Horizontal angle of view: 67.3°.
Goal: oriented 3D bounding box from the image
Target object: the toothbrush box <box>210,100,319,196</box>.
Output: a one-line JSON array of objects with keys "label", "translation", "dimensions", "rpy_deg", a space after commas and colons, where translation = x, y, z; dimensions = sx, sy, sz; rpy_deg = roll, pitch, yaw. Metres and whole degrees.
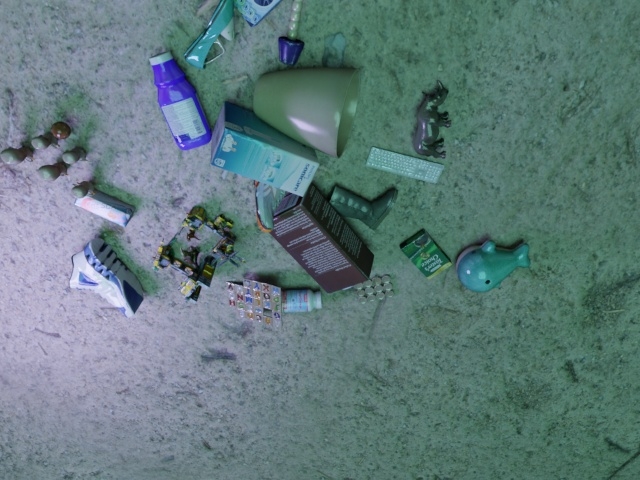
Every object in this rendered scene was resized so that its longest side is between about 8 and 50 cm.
[{"label": "toothbrush box", "translation": [-0.170, -0.278, 1.451], "dimensions": [0.295, 0.216, 0.126], "rpy_deg": [16, 121, -23]}]

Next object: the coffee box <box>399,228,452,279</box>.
[{"label": "coffee box", "translation": [0.392, 0.053, 1.785], "dimensions": [0.113, 0.040, 0.184], "rpy_deg": [-36, 115, 19]}]

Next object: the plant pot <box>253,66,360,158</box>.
[{"label": "plant pot", "translation": [-0.048, -0.396, 1.408], "dimensions": [0.273, 0.256, 0.257], "rpy_deg": [14, 122, 9]}]

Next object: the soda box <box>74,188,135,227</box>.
[{"label": "soda box", "translation": [-0.742, -0.118, 1.655], "dimensions": [0.183, 0.063, 0.058], "rpy_deg": [26, 118, -15]}]

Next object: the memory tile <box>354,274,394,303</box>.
[{"label": "memory tile", "translation": [0.211, 0.191, 1.885], "dimensions": [0.147, 0.012, 0.113], "rpy_deg": [-13, 121, 8]}]

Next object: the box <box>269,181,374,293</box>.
[{"label": "box", "translation": [0.000, 0.000, 1.666], "dimensions": [0.191, 0.143, 0.381], "rpy_deg": [-23, 120, 34]}]

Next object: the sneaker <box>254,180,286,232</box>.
[{"label": "sneaker", "translation": [-0.151, -0.151, 1.546], "dimensions": [0.120, 0.263, 0.099], "rpy_deg": [-2, 157, -9]}]

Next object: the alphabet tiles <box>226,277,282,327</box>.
[{"label": "alphabet tiles", "translation": [-0.257, 0.233, 1.857], "dimensions": [0.237, 0.009, 0.198], "rpy_deg": [12, 123, 18]}]

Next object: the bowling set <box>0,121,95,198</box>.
[{"label": "bowling set", "translation": [-0.824, -0.277, 1.533], "dimensions": [0.287, 0.154, 0.200], "rpy_deg": [32, 97, -17]}]

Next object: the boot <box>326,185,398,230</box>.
[{"label": "boot", "translation": [0.138, -0.140, 1.656], "dimensions": [0.208, 0.076, 0.190], "rpy_deg": [29, 115, -9]}]

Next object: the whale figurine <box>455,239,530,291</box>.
[{"label": "whale figurine", "translation": [0.640, 0.099, 1.757], "dimensions": [0.271, 0.141, 0.216], "rpy_deg": [-14, 120, 7]}]

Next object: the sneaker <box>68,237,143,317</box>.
[{"label": "sneaker", "translation": [-0.818, 0.151, 1.797], "dimensions": [0.182, 0.127, 0.316], "rpy_deg": [-21, 113, 16]}]

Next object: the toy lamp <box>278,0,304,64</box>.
[{"label": "toy lamp", "translation": [-0.067, -0.634, 1.339], "dimensions": [0.080, 0.080, 0.275], "rpy_deg": [10, 122, -7]}]

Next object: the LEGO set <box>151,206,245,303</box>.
[{"label": "LEGO set", "translation": [-0.448, 0.063, 1.694], "dimensions": [0.331, 0.192, 0.255], "rpy_deg": [-38, 115, 20]}]

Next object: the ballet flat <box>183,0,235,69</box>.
[{"label": "ballet flat", "translation": [-0.292, -0.580, 1.357], "dimensions": [0.087, 0.083, 0.247], "rpy_deg": [32, 131, -26]}]

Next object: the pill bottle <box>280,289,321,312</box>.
[{"label": "pill bottle", "translation": [-0.076, 0.235, 1.865], "dimensions": [0.160, 0.087, 0.087], "rpy_deg": [-4, 122, 1]}]

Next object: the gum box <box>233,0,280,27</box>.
[{"label": "gum box", "translation": [-0.166, -0.694, 1.278], "dimensions": [0.184, 0.041, 0.157], "rpy_deg": [-28, 108, 34]}]

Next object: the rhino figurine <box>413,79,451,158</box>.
[{"label": "rhino figurine", "translation": [0.351, -0.376, 1.505], "dimensions": [0.106, 0.073, 0.243], "rpy_deg": [-1, 120, -3]}]

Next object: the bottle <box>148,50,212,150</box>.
[{"label": "bottle", "translation": [-0.428, -0.420, 1.456], "dimensions": [0.118, 0.092, 0.283], "rpy_deg": [-17, 120, 3]}]

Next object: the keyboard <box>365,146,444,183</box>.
[{"label": "keyboard", "translation": [0.283, -0.251, 1.614], "dimensions": [0.255, 0.014, 0.072], "rpy_deg": [13, 120, -8]}]
